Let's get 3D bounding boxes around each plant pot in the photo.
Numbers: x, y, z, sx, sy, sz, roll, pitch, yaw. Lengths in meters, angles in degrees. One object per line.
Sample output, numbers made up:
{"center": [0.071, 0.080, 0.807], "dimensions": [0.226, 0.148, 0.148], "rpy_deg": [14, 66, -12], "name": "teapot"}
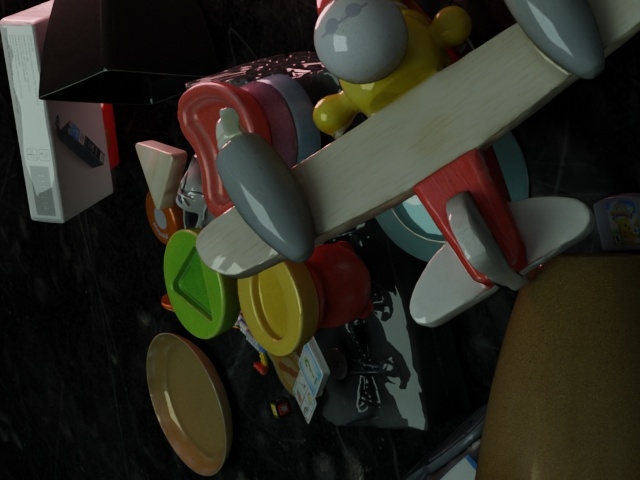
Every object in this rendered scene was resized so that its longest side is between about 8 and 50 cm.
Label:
{"center": [-0.264, -0.286, 2.025], "dimensions": [0.187, 0.188, 0.167], "rpy_deg": [-11, 81, 50], "name": "plant pot"}
{"center": [0.263, 0.140, 1.424], "dimensions": [0.237, 0.237, 0.254], "rpy_deg": [3, 93, 56], "name": "plant pot"}
{"center": [-0.201, 0.254, 2.342], "dimensions": [0.236, 0.032, 0.236], "rpy_deg": [33, 132, 45], "name": "plant pot"}

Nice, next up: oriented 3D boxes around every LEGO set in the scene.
{"center": [-0.061, 0.135, 1.826], "dimensions": [0.244, 0.060, 0.182], "rpy_deg": [107, 140, -63], "name": "LEGO set"}

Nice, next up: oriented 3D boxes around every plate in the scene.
{"center": [0.131, -0.061, 1.596], "dimensions": [0.188, 0.024, 0.188], "rpy_deg": [7, 107, 23], "name": "plate"}

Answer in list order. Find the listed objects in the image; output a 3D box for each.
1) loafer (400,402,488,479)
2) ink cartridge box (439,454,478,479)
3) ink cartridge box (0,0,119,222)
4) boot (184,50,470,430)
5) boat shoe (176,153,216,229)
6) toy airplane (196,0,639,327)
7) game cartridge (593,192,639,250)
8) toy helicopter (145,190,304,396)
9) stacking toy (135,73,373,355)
{"center": [0.171, 0.275, 1.741], "dimensions": [0.095, 0.109, 0.302], "rpy_deg": [45, 150, 6], "name": "loafer"}
{"center": [0.208, 0.322, 1.606], "dimensions": [0.082, 0.190, 0.140], "rpy_deg": [-46, 58, 7], "name": "ink cartridge box"}
{"center": [-0.353, -0.208, 2.185], "dimensions": [0.066, 0.261, 0.296], "rpy_deg": [5, 113, 23], "name": "ink cartridge box"}
{"center": [0.001, 0.000, 1.821], "dimensions": [0.367, 0.146, 0.445], "rpy_deg": [9, 117, 57], "name": "boot"}
{"center": [-0.148, -0.058, 1.828], "dimensions": [0.066, 0.063, 0.184], "rpy_deg": [63, 166, 17], "name": "boat shoe"}
{"center": [0.086, -0.118, 1.395], "dimensions": [0.384, 0.386, 0.272], "rpy_deg": [12, 158, 39], "name": "toy airplane"}
{"center": [0.301, -0.018, 1.453], "dimensions": [0.083, 0.017, 0.056], "rpy_deg": [-3, 99, 57], "name": "game cartridge"}
{"center": [-0.110, 0.080, 2.023], "dimensions": [0.355, 0.140, 0.235], "rpy_deg": [52, 145, 24], "name": "toy helicopter"}
{"center": [-0.071, -0.029, 1.696], "dimensions": [0.279, 0.130, 0.309], "rpy_deg": [-12, 91, 56], "name": "stacking toy"}
